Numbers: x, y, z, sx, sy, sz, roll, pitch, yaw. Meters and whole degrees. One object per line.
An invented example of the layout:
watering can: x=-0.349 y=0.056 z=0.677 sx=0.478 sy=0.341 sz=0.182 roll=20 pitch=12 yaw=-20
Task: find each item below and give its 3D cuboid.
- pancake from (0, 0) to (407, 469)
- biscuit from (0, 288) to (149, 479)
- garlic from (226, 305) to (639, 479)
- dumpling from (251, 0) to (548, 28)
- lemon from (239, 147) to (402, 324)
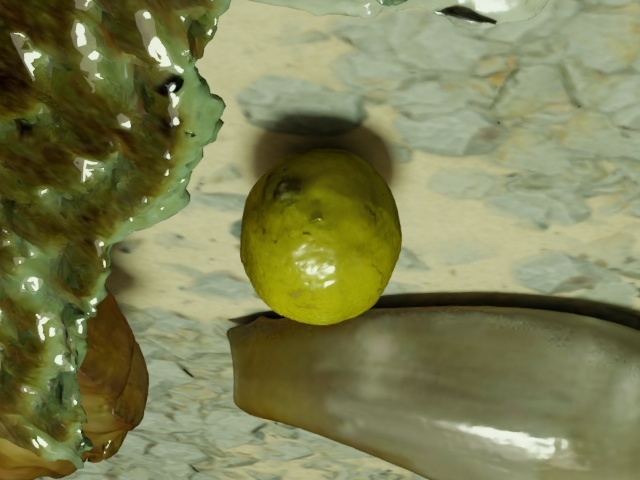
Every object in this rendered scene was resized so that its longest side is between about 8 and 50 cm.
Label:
pancake: x=-0.146 y=-0.091 z=0.536 sx=0.305 sy=0.067 sz=0.427 roll=36 pitch=136 yaw=0
biscuit: x=-0.255 y=0.051 z=0.912 sx=0.326 sy=0.107 sz=0.326 roll=4 pitch=151 yaw=2
garlic: x=0.096 y=0.097 z=0.963 sx=0.318 sy=0.112 sz=0.143 roll=12 pitch=158 yaw=10
dumpling: x=0.002 y=-0.137 z=0.501 sx=0.188 sy=0.108 sz=0.127 roll=21 pitch=130 yaw=5
lemon: x=0.000 y=0.000 z=0.786 sx=0.082 sy=0.082 sz=0.111 roll=4 pitch=157 yaw=1
